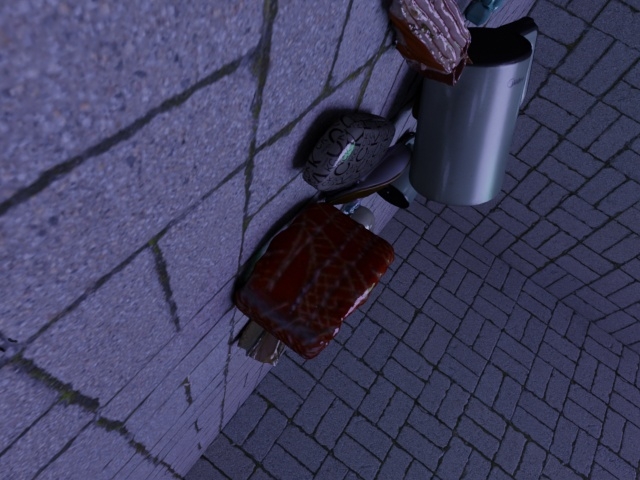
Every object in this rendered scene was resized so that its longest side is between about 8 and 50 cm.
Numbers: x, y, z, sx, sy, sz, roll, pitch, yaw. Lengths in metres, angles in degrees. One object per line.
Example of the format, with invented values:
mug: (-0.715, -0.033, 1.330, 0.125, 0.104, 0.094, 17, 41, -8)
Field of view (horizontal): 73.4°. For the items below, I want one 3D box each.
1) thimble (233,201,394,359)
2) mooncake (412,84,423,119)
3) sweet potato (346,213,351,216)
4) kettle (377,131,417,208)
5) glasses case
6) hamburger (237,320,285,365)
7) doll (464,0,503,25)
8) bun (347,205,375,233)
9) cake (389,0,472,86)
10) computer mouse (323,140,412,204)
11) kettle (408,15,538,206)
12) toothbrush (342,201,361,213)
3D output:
thimble: (-0.009, 0.090, 0.986, 0.350, 0.231, 0.350, -52, 172, -10)
mooncake: (0.359, -0.433, 1.253, 0.235, 0.117, 0.235, -45, 167, -14)
sweet potato: (0.038, 0.022, 1.509, 0.314, 0.066, 0.072, -63, 174, 33)
kettle: (0.312, -0.272, 1.565, 0.236, 0.161, 0.221, -53, 140, -10)
glasses case: (0.067, -0.176, 0.832, 0.137, 0.085, 0.355, -55, 172, 24)
hamburger: (-0.154, 0.251, 1.293, 0.155, 0.136, 0.207, -143, -105, -83)
doll: (0.438, -0.625, 1.117, 0.158, 0.059, 0.159, -47, 167, -35)
bun: (0.144, -0.042, 1.630, 0.172, 0.120, 0.173, -51, 173, -9)
cake: (0.156, -0.351, 0.680, 0.098, 0.135, 0.287, -50, 152, 9)
computer mouse: (0.129, -0.163, 1.094, 0.158, 0.071, 0.310, -18, -163, 42)
kettle: (0.403, -0.328, 1.084, 0.361, 0.250, 0.376, -28, 139, -22)
toothbrush: (-0.003, -0.001, 1.317, 0.386, 0.040, 0.040, -46, 169, -24)
